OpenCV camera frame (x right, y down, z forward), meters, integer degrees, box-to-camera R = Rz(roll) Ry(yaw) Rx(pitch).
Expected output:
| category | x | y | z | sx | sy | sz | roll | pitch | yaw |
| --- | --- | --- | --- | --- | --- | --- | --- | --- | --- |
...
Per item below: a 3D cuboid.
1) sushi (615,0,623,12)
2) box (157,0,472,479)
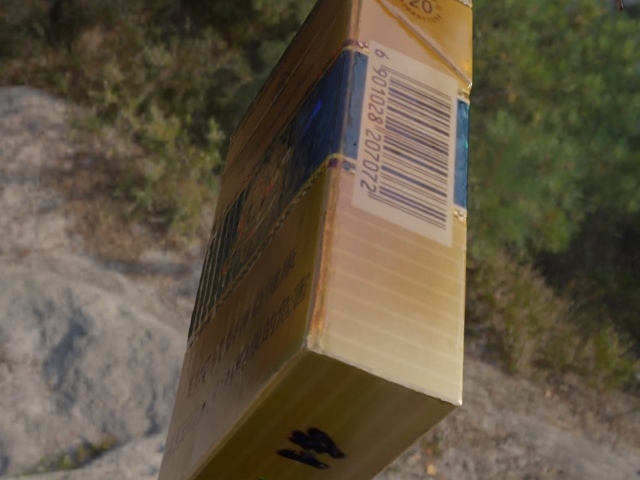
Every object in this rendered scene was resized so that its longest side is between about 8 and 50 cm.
| category | x | y | z | sx | sy | sz | roll | pitch | yaw |
| --- | --- | --- | --- | --- | --- | --- | --- | --- | --- |
| sushi | 0.149 | -0.296 | 0.670 | 0.196 | 0.343 | 0.182 | -16 | 12 | -10 |
| box | 0.000 | 0.000 | 0.527 | 0.070 | 0.152 | 0.237 | 24 | 46 | -15 |
